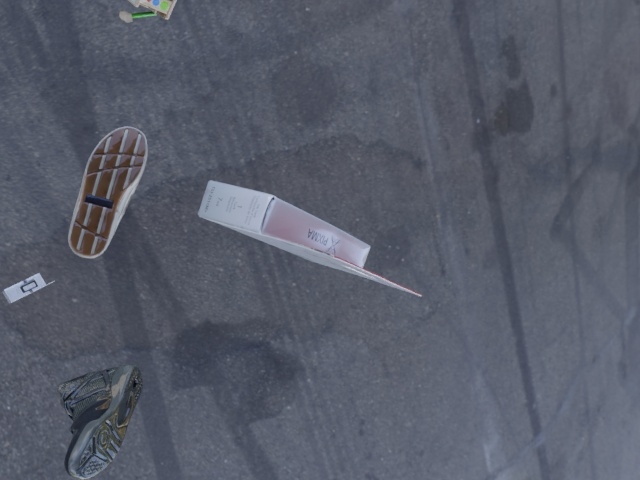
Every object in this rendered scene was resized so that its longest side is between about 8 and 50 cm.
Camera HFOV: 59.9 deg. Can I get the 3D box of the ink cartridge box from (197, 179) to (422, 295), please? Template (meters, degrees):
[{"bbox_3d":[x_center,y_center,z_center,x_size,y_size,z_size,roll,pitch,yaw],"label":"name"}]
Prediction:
[{"bbox_3d":[0.000,0.000,0.807,0.275,0.239,0.060,25,82,-55],"label":"ink cartridge box"}]

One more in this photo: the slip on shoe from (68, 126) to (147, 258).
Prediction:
[{"bbox_3d":[-0.210,-0.047,0.551,0.051,0.041,0.135,18,83,-20],"label":"slip on shoe"}]

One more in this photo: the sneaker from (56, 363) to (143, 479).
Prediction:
[{"bbox_3d":[-0.399,0.306,0.945,0.227,0.130,0.087,-87,168,-57],"label":"sneaker"}]

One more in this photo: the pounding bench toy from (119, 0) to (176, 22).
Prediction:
[{"bbox_3d":[-0.257,-0.359,0.834,0.065,0.052,0.083,6,122,-52],"label":"pounding bench toy"}]

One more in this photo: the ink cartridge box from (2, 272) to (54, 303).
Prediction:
[{"bbox_3d":[-0.556,0.087,1.059,0.083,0.048,0.028,-31,100,-33],"label":"ink cartridge box"}]
